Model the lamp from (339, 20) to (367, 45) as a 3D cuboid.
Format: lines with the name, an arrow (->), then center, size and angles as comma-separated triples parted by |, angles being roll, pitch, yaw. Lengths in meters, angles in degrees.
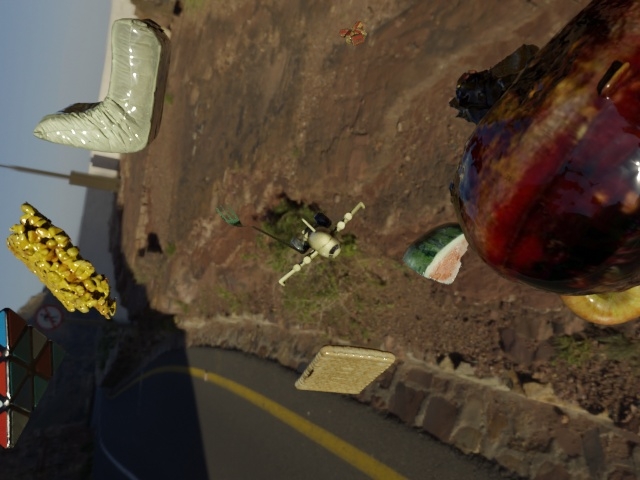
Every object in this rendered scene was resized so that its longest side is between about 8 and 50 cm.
lamp -> 0.081, -0.473, 1.239 | 0.083, 0.063, 0.031 | -111, -4, -51

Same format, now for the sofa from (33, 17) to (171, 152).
sofa -> -0.364, -0.277, 0.932 | 0.210, 0.176, 0.225 | -109, 31, -66

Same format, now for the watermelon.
watermelon -> 0.453, 0.057, 2.018 | 0.262, 0.201, 0.213 | -40, 25, -5

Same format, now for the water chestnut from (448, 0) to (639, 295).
water chestnut -> 0.275, -0.109, 0.570 | 0.302, 0.351, 0.350 | 44, 125, 30

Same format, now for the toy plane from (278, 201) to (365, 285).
toy plane -> 0.000, 0.000, 1.031 | 0.229, 0.092, 0.244 | -45, -5, -3

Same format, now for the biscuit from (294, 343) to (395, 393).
biscuit -> 0.062, 0.372, 1.550 | 0.324, 0.217, 0.044 | 116, 158, -55

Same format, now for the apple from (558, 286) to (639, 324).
apple -> 0.754, 0.084, 1.432 | 0.264, 0.265, 0.264 | -34, 51, 58

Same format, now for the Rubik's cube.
Rubik's cube -> -0.629, 0.292, 1.088 | 0.250, 0.284, 0.234 | -48, 53, 38

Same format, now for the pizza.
pizza -> 0.327, -0.268, 1.022 | 0.199, 0.062, 0.188 | 5, 67, 58

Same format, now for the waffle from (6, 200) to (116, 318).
waffle -> -0.399, 0.047, 0.836 | 0.070, 0.197, 0.193 | -44, -11, -26

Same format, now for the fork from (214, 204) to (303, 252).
fork -> -0.120, -0.016, 1.015 | 0.235, 0.039, 0.021 | 29, 119, 35
